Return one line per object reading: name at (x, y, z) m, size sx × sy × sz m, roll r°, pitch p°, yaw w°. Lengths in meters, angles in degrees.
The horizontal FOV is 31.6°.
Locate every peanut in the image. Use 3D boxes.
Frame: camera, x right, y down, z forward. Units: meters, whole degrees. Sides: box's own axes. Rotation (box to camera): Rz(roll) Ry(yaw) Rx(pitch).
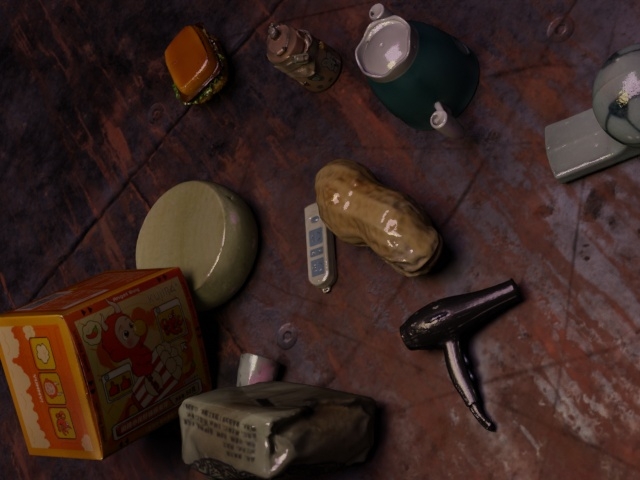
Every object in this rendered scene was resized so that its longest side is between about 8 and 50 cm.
peanut at (0.090, -0.039, 1.860) m, size 0.290 × 0.130 × 0.130 m, roll 35°, pitch 96°, yaw 43°

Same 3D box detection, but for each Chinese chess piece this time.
Chinese chess piece at (-0.231, 0.011, 2.112) m, size 0.250 × 0.101 × 0.250 m, roll -15°, pitch 64°, yaw 34°

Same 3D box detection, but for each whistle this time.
whistle at (0.434, -0.193, 1.624) m, size 0.290 × 0.163 × 0.163 m, roll -23°, pitch 60°, yaw 30°

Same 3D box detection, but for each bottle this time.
bottle at (-0.039, -0.337, 2.061) m, size 0.099 × 0.152 × 0.098 m, roll -14°, pitch 65°, yaw 33°

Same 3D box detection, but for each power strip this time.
power strip at (0.000, 0.000, 1.979) m, size 0.048 × 0.030 × 0.191 m, roll -19°, pitch 62°, yaw 31°

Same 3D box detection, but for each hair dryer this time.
hair dryer at (0.236, 0.181, 1.713) m, size 0.196 × 0.075 × 0.219 m, roll -25°, pitch 69°, yaw 19°

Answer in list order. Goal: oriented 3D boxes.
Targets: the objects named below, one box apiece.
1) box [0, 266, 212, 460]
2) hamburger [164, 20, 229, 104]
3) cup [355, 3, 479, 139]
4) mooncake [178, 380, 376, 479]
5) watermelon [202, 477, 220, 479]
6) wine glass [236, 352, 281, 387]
box at (-0.371, 0.206, 1.971) m, size 0.214 × 0.284 × 0.259 m, roll -7°, pitch 102°, yaw 39°
hamburger at (-0.248, -0.350, 2.278) m, size 0.137 × 0.087 × 0.165 m, roll -39°, pitch 52°, yaw 22°
cup at (0.149, -0.288, 1.878) m, size 0.167 × 0.173 × 0.299 m, roll -40°, pitch 53°, yaw 21°
mooncake at (-0.068, 0.303, 1.776) m, size 0.254 × 0.250 × 0.136 m, roll 4°, pitch 94°, yaw 44°
watermelon at (-0.154, 0.502, 1.766) m, size 0.269 × 0.269 × 0.268 m, roll -15°, pitch 64°, yaw 34°
wine glass at (-0.118, 0.275, 1.942) m, size 0.073 × 0.073 × 0.155 m, roll 4°, pitch 78°, yaw 40°
